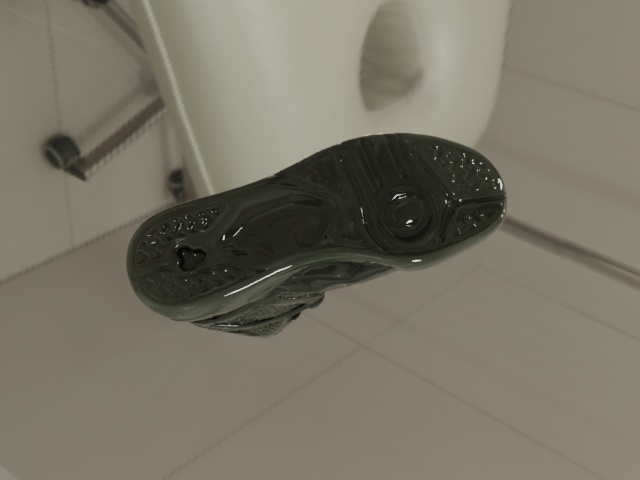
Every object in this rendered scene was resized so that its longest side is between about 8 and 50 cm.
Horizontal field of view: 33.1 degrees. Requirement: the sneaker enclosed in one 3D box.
[{"bbox_3d":[0.000,0.000,0.677,0.227,0.087,0.130,-18,170,-3],"label":"sneaker"}]
